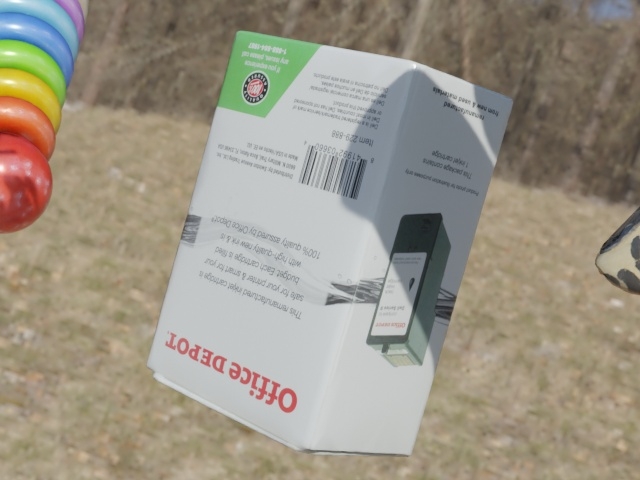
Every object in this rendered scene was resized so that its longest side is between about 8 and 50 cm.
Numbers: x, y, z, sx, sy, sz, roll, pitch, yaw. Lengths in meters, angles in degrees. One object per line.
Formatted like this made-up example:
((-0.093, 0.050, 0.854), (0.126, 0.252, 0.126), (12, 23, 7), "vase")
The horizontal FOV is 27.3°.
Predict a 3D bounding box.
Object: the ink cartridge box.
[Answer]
((0.000, 0.000, 1.025), (0.121, 0.289, 0.211), (13, 5, -44), "ink cartridge box")

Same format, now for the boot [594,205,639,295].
((0.217, -0.093, 0.628), (0.377, 0.284, 0.138), (27, 24, 1), "boot")

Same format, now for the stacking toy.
((-0.287, -0.136, 1.233), (0.141, 0.141, 0.330), (23, 37, -30), "stacking toy")
